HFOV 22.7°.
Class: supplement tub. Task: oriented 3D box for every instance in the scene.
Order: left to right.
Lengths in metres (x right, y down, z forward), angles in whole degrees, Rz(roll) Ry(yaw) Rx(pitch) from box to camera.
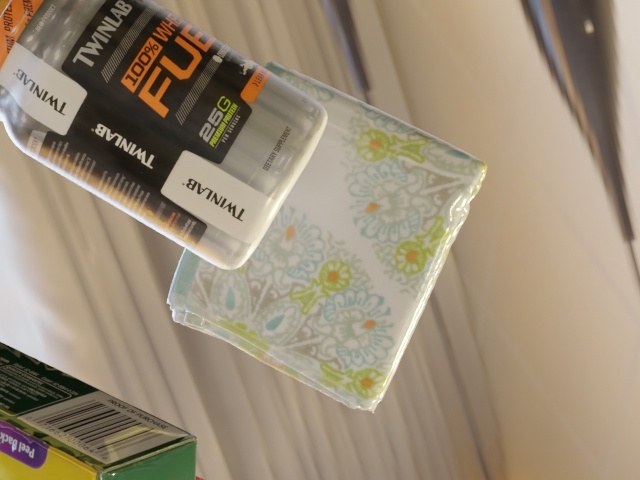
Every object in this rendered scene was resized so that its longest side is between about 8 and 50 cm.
[{"bbox_3d":[-0.169,-0.125,1.557,0.193,0.316,0.193,-59,-176,7],"label":"supplement tub"}]

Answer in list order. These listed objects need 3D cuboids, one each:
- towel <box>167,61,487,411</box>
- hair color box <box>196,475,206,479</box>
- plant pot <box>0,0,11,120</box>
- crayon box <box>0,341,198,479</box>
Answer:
[{"bbox_3d":[0.000,0.000,2.052,0.321,0.374,0.090,26,-164,12],"label":"towel"},{"bbox_3d":[-0.107,0.298,1.413,0.093,0.167,0.053,21,-154,22],"label":"hair color box"},{"bbox_3d":[-0.362,-0.222,2.042,0.188,0.205,0.205,30,-148,1],"label":"plant pot"},{"bbox_3d":[-0.262,0.254,1.293,0.363,0.313,0.106,19,-157,40],"label":"crayon box"}]
